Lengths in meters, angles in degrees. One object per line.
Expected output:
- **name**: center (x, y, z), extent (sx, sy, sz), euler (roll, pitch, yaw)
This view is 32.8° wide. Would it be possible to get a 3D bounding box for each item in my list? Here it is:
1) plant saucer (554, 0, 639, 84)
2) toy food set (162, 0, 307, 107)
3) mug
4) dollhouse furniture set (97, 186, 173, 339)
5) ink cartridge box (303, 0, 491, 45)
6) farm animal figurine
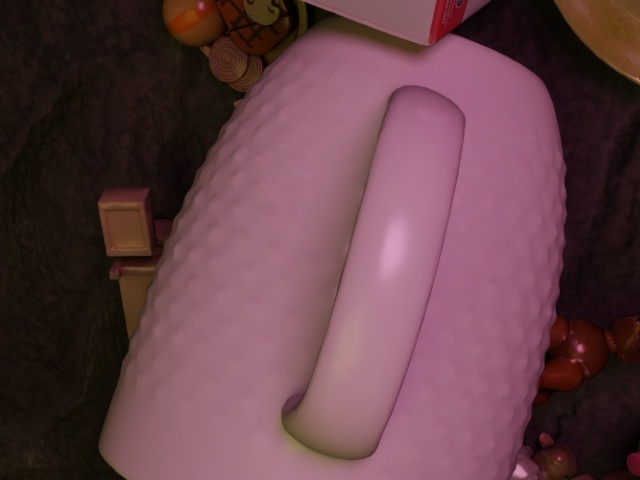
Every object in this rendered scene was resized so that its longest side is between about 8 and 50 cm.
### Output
- **plant saucer**: center (0.250, -0.186, 0.649), extent (0.241, 0.037, 0.241), euler (19, 138, 18)
- **toy food set**: center (-0.071, -0.184, 0.879), extent (0.132, 0.038, 0.192), euler (-16, 109, 38)
- **mug**: center (0.029, 0.025, 0.705), extent (0.276, 0.374, 0.328), euler (18, 88, 0)
- **dollhouse furniture set**: center (-0.106, 0.019, 1.021), extent (0.161, 0.101, 0.182), euler (0, 121, 5)
- **ink cartridge box**: center (0.065, -0.224, 0.676), extent (0.127, 0.176, 0.128), euler (25, 128, 21)
- **farm animal figurine**: center (0.254, 0.218, 0.819), extent (0.330, 0.172, 0.326), euler (-120, 34, -41)
